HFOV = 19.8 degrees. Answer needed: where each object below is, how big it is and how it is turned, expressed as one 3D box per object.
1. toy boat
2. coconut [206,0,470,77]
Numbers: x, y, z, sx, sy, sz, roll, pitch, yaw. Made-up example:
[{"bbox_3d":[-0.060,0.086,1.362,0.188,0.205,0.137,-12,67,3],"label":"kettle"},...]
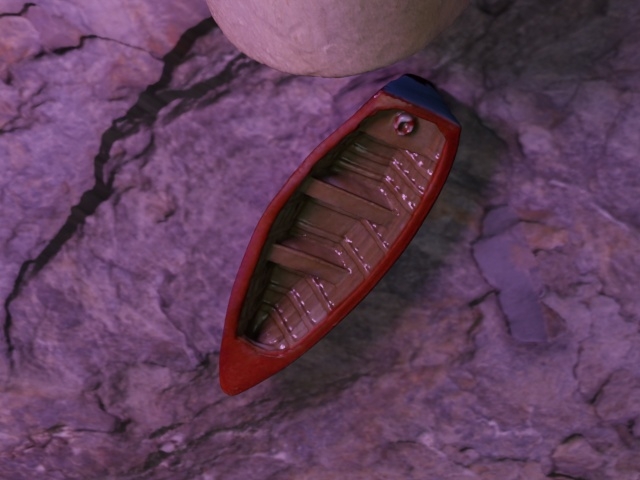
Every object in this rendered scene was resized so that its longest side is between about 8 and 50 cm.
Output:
[{"bbox_3d":[0.000,0.000,1.727,0.136,0.079,0.392,23,128,-17],"label":"toy boat"},{"bbox_3d":[0.006,-0.261,1.373,0.237,0.237,0.266,-6,147,11],"label":"coconut"}]
